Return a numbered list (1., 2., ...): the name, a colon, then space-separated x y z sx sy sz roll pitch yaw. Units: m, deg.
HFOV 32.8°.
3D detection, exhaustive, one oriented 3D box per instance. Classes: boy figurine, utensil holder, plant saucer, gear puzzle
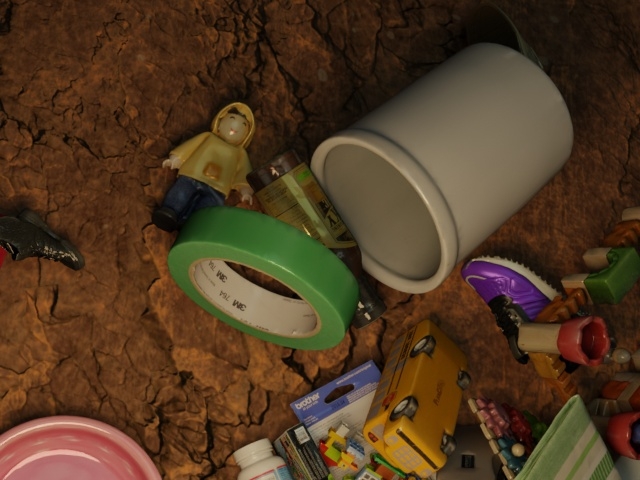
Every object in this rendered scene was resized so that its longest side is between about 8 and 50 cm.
1. boy figurine: -0.191 -0.128 1.986 0.177 0.092 0.285 29 66 0
2. utensil holder: 0.226 -0.144 1.988 0.385 0.327 0.327 -39 83 -28
3. plant saucer: -0.404 0.443 1.690 0.332 0.084 0.332 6 66 -14
4. gear puzzle: 0.382 0.358 1.868 0.339 0.044 0.175 25 32 -49

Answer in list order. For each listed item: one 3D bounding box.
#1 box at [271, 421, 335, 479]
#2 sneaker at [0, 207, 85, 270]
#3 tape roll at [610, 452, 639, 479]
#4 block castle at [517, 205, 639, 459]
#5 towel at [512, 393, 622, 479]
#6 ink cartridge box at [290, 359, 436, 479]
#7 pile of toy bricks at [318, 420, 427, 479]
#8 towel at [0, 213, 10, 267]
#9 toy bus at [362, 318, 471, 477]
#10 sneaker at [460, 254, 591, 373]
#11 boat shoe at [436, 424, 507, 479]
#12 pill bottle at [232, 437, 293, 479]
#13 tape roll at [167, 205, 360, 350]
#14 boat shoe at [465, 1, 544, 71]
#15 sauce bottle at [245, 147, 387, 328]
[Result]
1. box: -0.007 0.411 1.802 0.036 0.114 0.207 -24 76 -23
2. sneaker: -0.490 0.012 1.845 0.170 0.051 0.089 44 55 -9
3. tape roll: 0.661 0.545 1.968 0.392 0.072 0.392 6 66 -14
4. block castle: 0.594 0.153 1.962 0.453 0.213 0.303 -41 112 -31
5. towel: 0.420 0.455 1.778 0.248 0.038 0.325 -45 117 -32
6. ink cartridge box: 0.090 0.382 1.872 0.186 0.065 0.311 -26 81 -24
7. pile of toy bricks: 0.084 0.407 1.785 0.212 0.118 0.105 36 102 -13
8. towel: -0.671 0.019 1.816 0.275 0.031 0.198 14 65 -10
9. toy bus: 0.161 0.264 1.812 0.108 0.130 0.332 46 30 -11
10. sneaker: 0.380 0.148 2.031 0.293 0.102 0.146 32 64 -2
11. boat shoe: 0.248 0.426 1.810 0.127 0.340 0.158 1 99 15
12. pill bottle: -0.085 0.413 1.793 0.087 0.087 0.160 -18 74 -22
13. tape roll: -0.095 0.068 1.803 0.321 0.321 0.077 27 63 -4
14. boat shoe: 0.405 -0.358 2.259 0.302 0.109 0.098 59 26 12
15. sauce bottle: 0.000 0.000 1.958 0.111 0.111 0.344 -36 97 -26
